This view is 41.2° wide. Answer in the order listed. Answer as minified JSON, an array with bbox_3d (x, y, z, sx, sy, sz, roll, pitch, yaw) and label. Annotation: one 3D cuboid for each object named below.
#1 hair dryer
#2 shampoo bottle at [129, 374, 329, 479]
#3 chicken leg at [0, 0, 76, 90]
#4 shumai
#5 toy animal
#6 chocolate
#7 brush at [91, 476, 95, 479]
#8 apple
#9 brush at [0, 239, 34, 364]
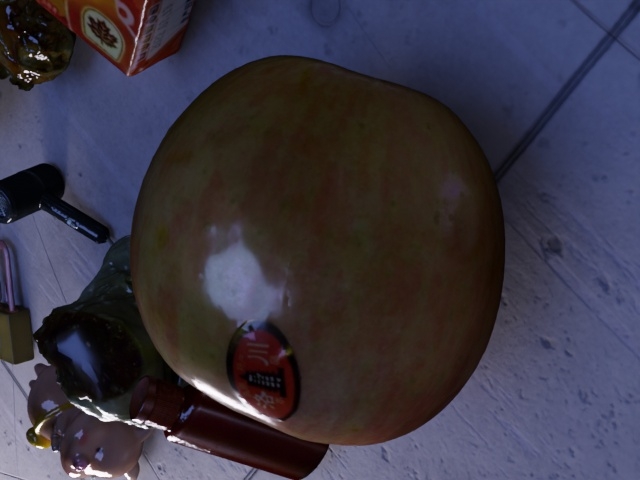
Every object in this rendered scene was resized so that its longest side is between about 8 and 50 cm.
[{"bbox_3d":[-0.427,-0.042,1.386,0.219,0.124,0.071,30,123,11],"label":"hair dryer"},{"bbox_3d":[-0.121,0.246,1.122,0.102,0.260,0.064,-50,29,33],"label":"shampoo bottle"},{"bbox_3d":[-0.448,-0.416,1.269,0.212,0.140,0.361,-11,88,29],"label":"chicken leg"},{"bbox_3d":[-0.288,0.155,1.219,0.304,0.263,0.309,-41,76,37],"label":"shumai"},{"bbox_3d":[-0.405,0.302,1.431,0.248,0.149,0.165,35,132,15],"label":"toy animal"},{"bbox_3d":[-0.276,-0.350,1.077,0.237,0.108,0.235,42,152,-2],"label":"chocolate"},{"bbox_3d":[-0.429,0.334,1.548,0.083,0.011,0.205,27,118,30],"label":"brush"},{"bbox_3d":[0.000,0.000,0.874,0.391,0.391,0.346,26,100,31],"label":"apple"},{"bbox_3d":[-0.597,0.112,1.599,0.103,0.047,0.233,8,107,38],"label":"brush"}]
